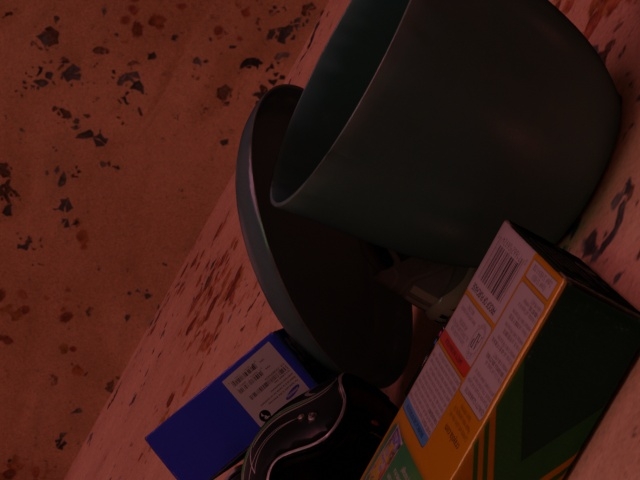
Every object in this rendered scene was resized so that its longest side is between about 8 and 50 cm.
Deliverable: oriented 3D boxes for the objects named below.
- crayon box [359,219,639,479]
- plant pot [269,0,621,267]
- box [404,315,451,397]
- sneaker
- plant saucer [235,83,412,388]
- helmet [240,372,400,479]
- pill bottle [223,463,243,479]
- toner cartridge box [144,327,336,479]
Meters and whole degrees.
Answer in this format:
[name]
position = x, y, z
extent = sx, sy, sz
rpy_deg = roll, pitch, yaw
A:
[crayon box]
position = 0.122, 0.160, 1.366
extent = 0.323, 0.083, 0.203
rpy_deg = -61, 12, 8
[plant pot]
position = 0.125, -0.109, 1.560
extent = 0.293, 0.235, 0.293
rpy_deg = -57, 13, 22
[box]
position = 0.121, 0.119, 1.503
extent = 0.083, 0.062, 0.052
rpy_deg = -61, 11, 11
[sneaker]
position = 0.106, -0.037, 1.732
extent = 0.086, 0.132, 0.228
rpy_deg = -48, 20, 51
[plant saucer]
position = 0.000, 0.000, 1.719
extent = 0.044, 0.317, 0.317
rpy_deg = -20, 33, 24
[helmet]
position = 0.007, 0.217, 1.548
extent = 0.161, 0.169, 0.169
rpy_deg = -46, 16, 12
[pill bottle]
position = -0.052, 0.287, 1.759
extent = 0.112, 0.112, 0.187
rpy_deg = -63, 11, 2
[toner cartridge box]
position = -0.062, 0.163, 1.780
extent = 0.165, 0.075, 0.348
rpy_deg = -39, -5, 6
